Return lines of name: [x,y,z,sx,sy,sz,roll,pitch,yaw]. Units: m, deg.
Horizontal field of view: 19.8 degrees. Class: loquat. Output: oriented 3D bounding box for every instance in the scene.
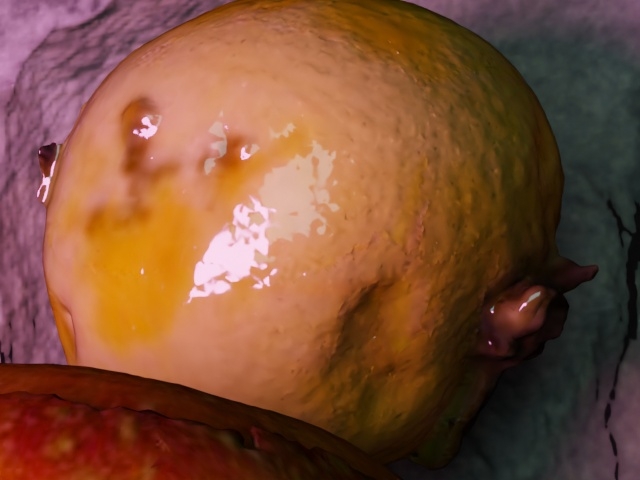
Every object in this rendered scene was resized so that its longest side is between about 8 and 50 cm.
loquat: [0.000,0.000,0.828,0.243,0.244,0.244,-6,68,15]

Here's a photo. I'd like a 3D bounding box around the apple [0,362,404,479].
apple: [-0.099,0.231,0.675,0.374,0.384,0.374,-3,68,8]
